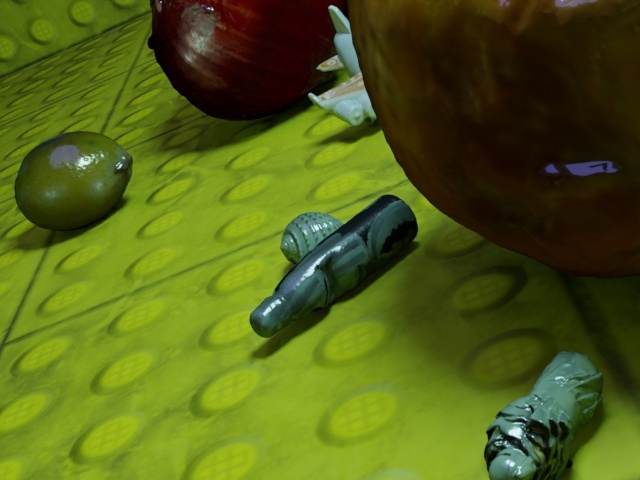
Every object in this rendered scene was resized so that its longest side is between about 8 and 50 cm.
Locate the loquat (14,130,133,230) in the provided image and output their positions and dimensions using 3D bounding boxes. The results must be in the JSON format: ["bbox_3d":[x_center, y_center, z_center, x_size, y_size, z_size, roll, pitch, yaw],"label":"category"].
[{"bbox_3d":[-0.368,-0.091,1.748,0.195,0.152,0.152,-11,24,12],"label":"loquat"}]

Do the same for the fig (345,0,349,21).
[{"bbox_3d":[0.096,-0.380,1.938,0.153,0.119,0.119,-28,22,-4],"label":"fig"}]

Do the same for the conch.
[{"bbox_3d":[-0.002,-0.003,1.276,0.085,0.057,0.076,-30,35,-12],"label":"conch"}]

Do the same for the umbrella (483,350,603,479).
[{"bbox_3d":[0.155,0.129,0.804,0.143,0.062,0.067,-37,-13,-49],"label":"umbrella"}]

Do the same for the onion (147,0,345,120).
[{"bbox_3d":[-0.102,-0.359,1.823,0.341,0.341,0.341,-21,22,9],"label":"onion"}]

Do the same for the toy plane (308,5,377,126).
[{"bbox_3d":[0.091,-0.252,1.622,0.244,0.117,0.245,-15,37,12],"label":"toy plane"}]

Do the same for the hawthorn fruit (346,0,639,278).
[{"bbox_3d":[0.240,-0.189,0.957,0.471,0.472,0.472,-21,22,9],"label":"hawthorn fruit"}]

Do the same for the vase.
[{"bbox_3d":[0.010,0.029,1.179,0.211,0.060,0.060,-36,25,-28],"label":"vase"}]
